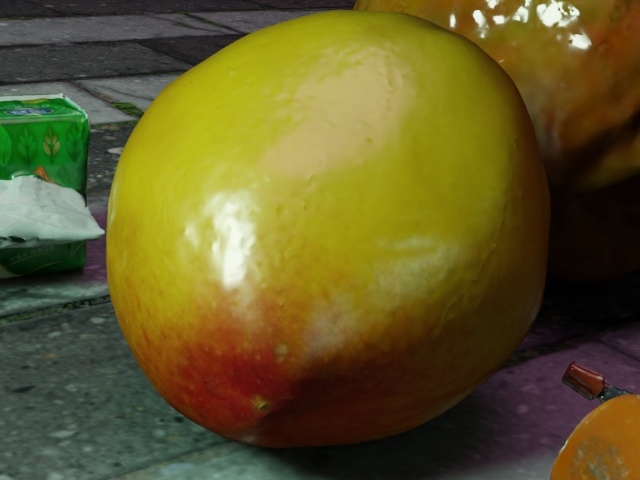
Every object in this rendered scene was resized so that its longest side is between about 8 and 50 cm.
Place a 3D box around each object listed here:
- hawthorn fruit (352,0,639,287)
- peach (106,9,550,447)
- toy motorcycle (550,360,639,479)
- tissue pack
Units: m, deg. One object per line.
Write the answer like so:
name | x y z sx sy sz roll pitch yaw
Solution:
hawthorn fruit | 0.248 -0.166 1.061 0.471 0.472 0.472 4 20 -2
peach | -0.003 0.002 0.742 0.289 0.289 0.308 16 62 28
toy motorcycle | 0.241 0.137 0.620 0.221 0.148 0.326 30 26 4
tissue pack | -0.296 -0.035 0.921 0.209 0.148 0.156 -5 22 -28
